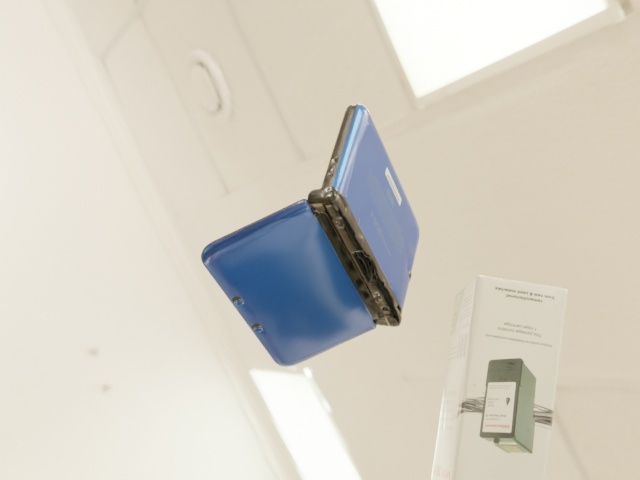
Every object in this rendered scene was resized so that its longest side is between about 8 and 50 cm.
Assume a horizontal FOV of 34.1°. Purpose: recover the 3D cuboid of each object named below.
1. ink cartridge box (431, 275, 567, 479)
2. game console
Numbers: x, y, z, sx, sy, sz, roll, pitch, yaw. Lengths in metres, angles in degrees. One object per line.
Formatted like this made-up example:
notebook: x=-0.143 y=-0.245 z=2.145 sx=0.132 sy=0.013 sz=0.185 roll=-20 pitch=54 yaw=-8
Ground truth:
ink cartridge box: x=0.232 y=0.208 z=1.393 sx=0.211 sy=0.122 sz=0.289 roll=97 pitch=2 yaw=-81
game console: x=0.000 y=0.000 z=1.412 sx=0.173 sy=0.250 sz=0.293 roll=0 pitch=-36 yaw=24
